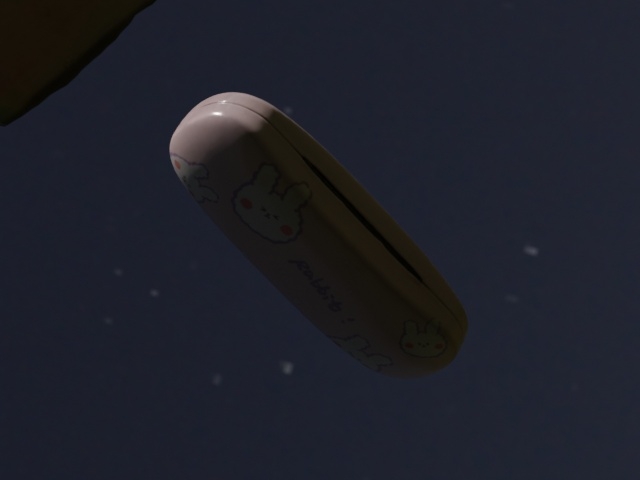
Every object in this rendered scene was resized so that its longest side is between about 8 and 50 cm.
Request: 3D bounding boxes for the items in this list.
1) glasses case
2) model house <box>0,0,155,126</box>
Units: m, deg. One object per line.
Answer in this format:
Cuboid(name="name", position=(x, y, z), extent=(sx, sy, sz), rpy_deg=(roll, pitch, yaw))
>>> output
Cuboid(name="glasses case", position=(0.000, 0.000, 1.519), extent=(0.297, 0.113, 0.075), rpy_deg=(45, -129, -17))
Cuboid(name="model house", position=(-0.253, -0.220, 1.116), extent=(0.202, 0.237, 0.237), rpy_deg=(-32, -40, 13))
